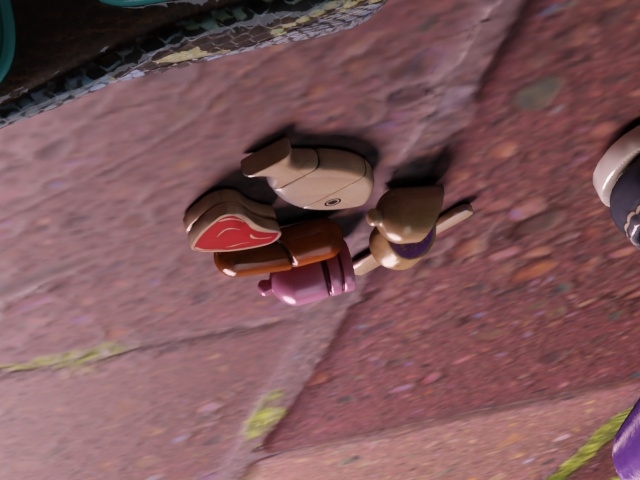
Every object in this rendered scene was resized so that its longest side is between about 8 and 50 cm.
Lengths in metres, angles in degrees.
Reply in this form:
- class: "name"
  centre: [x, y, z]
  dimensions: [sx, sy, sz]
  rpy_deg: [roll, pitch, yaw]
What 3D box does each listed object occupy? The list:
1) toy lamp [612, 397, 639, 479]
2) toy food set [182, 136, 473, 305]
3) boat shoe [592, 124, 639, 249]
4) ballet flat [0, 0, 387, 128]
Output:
- class: "toy lamp"
  centre: [0.236, 0.063, 0.838]
  dimensions: [0.080, 0.080, 0.274]
  rpy_deg: [-4, 157, -29]
- class: "toy food set"
  centre: [0.000, 0.000, 0.583]
  dimensions: [0.078, 0.019, 0.122]
  rpy_deg: [-30, 155, 31]
- class: "boat shoe"
  centre: [0.225, -0.007, 0.618]
  dimensions: [0.255, 0.079, 0.095]
  rpy_deg: [1, 156, -16]
- class: "ballet flat"
  centre: [-0.061, -0.053, 0.352]
  dimensions: [0.188, 0.070, 0.070]
  rpy_deg: [-10, 159, -7]
